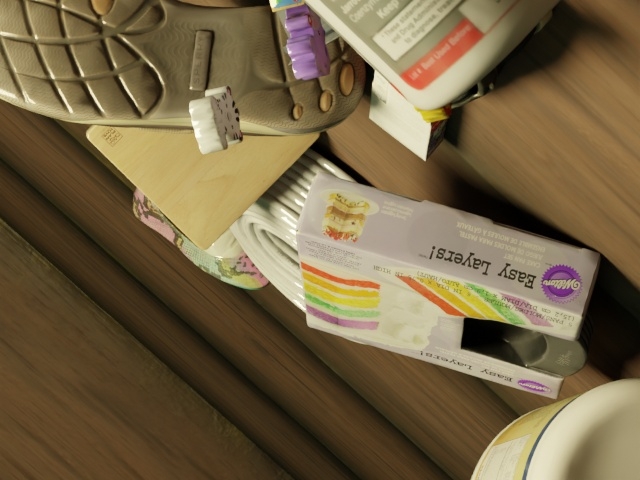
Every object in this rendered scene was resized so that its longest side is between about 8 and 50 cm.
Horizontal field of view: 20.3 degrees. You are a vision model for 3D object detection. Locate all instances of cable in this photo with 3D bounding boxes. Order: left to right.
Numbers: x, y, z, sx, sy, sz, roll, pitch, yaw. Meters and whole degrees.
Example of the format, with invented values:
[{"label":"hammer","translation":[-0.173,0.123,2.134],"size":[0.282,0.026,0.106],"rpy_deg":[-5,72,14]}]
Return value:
[{"label":"cable","translation":[0.000,0.000,1.845],"size":[0.257,0.089,0.257],"rpy_deg":[47,164,-23]}]

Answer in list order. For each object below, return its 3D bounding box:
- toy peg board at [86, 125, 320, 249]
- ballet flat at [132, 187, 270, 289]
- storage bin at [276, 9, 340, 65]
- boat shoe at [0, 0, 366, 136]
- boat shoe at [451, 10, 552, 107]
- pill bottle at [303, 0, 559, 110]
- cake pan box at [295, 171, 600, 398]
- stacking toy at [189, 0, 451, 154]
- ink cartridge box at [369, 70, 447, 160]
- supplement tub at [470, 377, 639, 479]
[{"label":"toy peg board","translation":[-0.116,-0.107,1.720],"size":[0.160,0.161,0.079],"rpy_deg":[45,179,-16]},{"label":"ballet flat","translation":[-0.148,-0.019,2.216],"size":[0.221,0.077,0.079],"rpy_deg":[34,145,24]},{"label":"storage bin","translation":[0.018,-0.195,1.247],"size":[0.135,0.098,0.091],"rpy_deg":[-19,102,57]},{"label":"boat shoe","translation":[-0.142,-0.141,1.500],"size":[0.355,0.132,0.130],"rpy_deg":[12,170,0]},{"label":"boat shoe","translation":[0.089,-0.131,1.274],"size":[0.084,0.079,0.233],"rpy_deg":[39,167,-3]},{"label":"pill bottle","translation":[0.015,-0.224,1.024],"size":[0.283,0.161,0.161],"rpy_deg":[43,165,-8]},{"label":"cake pan box","translation":[0.115,0.047,1.597],"size":[0.266,0.070,0.246],"rpy_deg":[17,162,7]},{"label":"stacking toy","translation":[-0.018,-0.171,1.163],"size":[0.052,0.167,0.221],"rpy_deg":[-44,-58,-70]},{"label":"ink cartridge box","translation":[0.073,-0.113,1.459],"size":[0.063,0.029,0.115],"rpy_deg":[38,164,12]},{"label":"supplement tub","translation":[0.263,0.255,1.658],"size":[0.228,0.228,0.316],"rpy_deg":[41,165,0]}]
